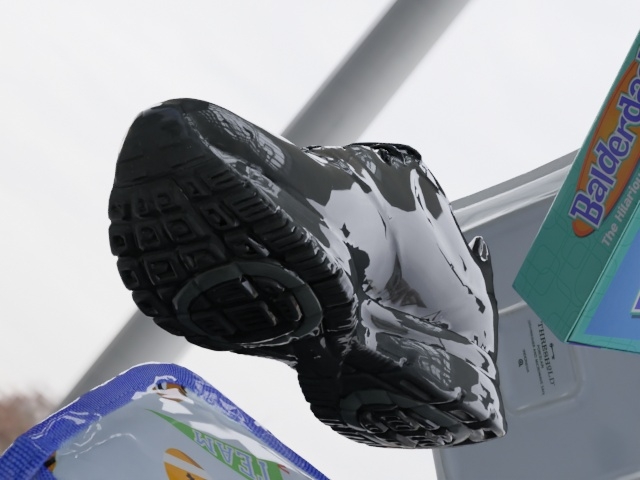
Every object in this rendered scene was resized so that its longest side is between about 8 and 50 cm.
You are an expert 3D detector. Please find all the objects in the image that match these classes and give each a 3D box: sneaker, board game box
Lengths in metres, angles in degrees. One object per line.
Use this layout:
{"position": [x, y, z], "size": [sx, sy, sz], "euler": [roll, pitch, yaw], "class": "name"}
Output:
{"position": [0.000, 0.000, 0.815], "size": [0.109, 0.130, 0.286], "euler": [-7, -29, 28], "class": "sneaker"}
{"position": [0.200, -0.022, 0.697], "size": [0.210, 0.160, 0.047], "euler": [11, 24, -32], "class": "board game box"}

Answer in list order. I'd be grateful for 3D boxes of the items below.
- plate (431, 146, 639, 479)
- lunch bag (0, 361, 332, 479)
{"position": [0.159, 0.080, 1.180], "size": [0.045, 0.277, 0.278], "euler": [2, -19, -45], "class": "plate"}
{"position": [-0.032, 0.243, 0.864], "size": [0.328, 0.239, 0.385], "euler": [39, -18, 8], "class": "lunch bag"}
